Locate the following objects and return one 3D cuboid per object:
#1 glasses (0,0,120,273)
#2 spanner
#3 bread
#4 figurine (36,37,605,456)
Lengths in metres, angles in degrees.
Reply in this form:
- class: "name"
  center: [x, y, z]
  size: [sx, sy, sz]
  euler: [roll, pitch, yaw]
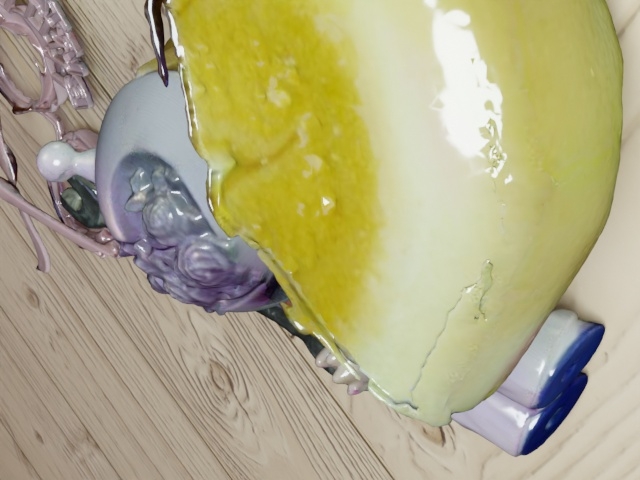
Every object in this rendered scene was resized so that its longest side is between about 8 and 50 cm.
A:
- class: "glasses"
  center: [-0.193, -0.077, 1.105]
  size: [0.162, 0.095, 0.255]
  euler: [-19, 104, 52]
- class: "spanner"
  center: [-0.068, 0.018, 1.013]
  size: [0.254, 0.015, 0.054]
  euler: [29, 147, 26]
- class: "bread"
  center: [0.045, -0.067, 0.637]
  size: [0.156, 0.158, 0.260]
  euler: [2, 108, 41]
- class: "figurine"
  center: [0.002, 0.008, 0.813]
  size: [0.274, 0.133, 0.194]
  euler: [46, 154, 2]
